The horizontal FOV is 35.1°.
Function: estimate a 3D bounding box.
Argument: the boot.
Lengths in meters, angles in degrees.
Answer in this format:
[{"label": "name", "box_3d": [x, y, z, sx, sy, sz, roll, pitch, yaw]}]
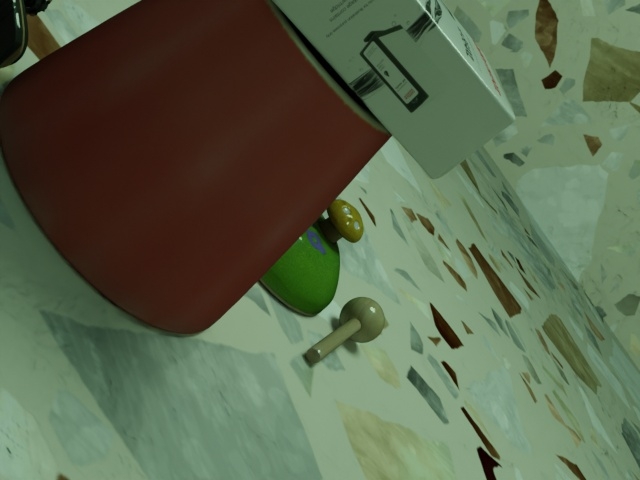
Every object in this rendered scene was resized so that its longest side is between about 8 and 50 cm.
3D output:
[{"label": "boot", "box_3d": [-0.269, -0.214, 0.893, 0.137, 0.077, 0.198, 30, 30, -62]}]

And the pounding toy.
[{"label": "pounding toy", "box_3d": [0.000, 0.000, 1.111, 0.237, 0.110, 0.183, 57, 18, 10]}]

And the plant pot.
[{"label": "plant pot", "box_3d": [-0.088, -0.099, 0.856, 0.275, 0.243, 0.275, 46, 21, -23]}]

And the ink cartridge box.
[{"label": "ink cartridge box", "box_3d": [0.054, -0.169, 0.802, 0.203, 0.086, 0.148, 44, 20, -25]}]
